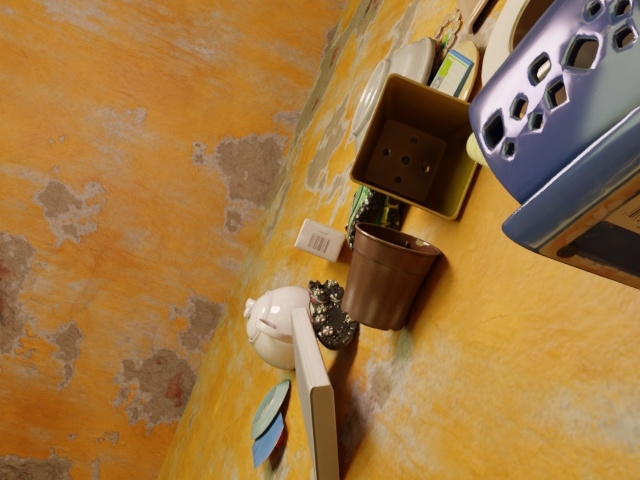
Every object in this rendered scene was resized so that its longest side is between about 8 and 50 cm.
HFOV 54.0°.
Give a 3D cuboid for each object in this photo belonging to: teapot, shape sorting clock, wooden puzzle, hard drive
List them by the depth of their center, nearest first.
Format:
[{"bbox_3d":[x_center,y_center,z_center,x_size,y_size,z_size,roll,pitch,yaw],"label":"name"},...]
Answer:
[{"bbox_3d":[-0.017,0.317,1.318,0.353,0.047,0.233,-117,22,-71],"label":"hard drive"},{"bbox_3d":[0.287,-0.335,1.377,0.206,0.040,0.206,-56,22,37],"label":"shape sorting clock"},{"bbox_3d":[0.389,-0.615,1.437,0.221,0.044,0.238,-86,19,-50],"label":"wooden puzzle"},{"bbox_3d":[-0.122,0.229,1.748,0.256,0.187,0.252,-52,21,44],"label":"teapot"}]

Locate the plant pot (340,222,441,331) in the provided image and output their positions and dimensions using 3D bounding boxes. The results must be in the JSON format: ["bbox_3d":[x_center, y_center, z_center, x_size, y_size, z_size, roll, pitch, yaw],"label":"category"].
[{"bbox_3d":[0.120,0.071,1.176,0.167,0.167,0.165,-124,49,-73],"label":"plant pot"}]

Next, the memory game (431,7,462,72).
[{"bbox_3d":[0.309,-0.508,1.615,0.186,0.012,0.186,-158,90,-76],"label":"memory game"}]

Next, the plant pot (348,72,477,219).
[{"bbox_3d":[0.183,-0.169,1.228,0.187,0.212,0.212,148,143,-89],"label":"plant pot"}]

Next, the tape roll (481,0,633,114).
[{"bbox_3d":[0.345,-0.255,0.791,0.246,0.169,0.246,-60,16,29],"label":"tape roll"}]

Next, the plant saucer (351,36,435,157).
[{"bbox_3d":[0.168,-0.365,1.676,0.400,0.101,0.400,-159,90,-82],"label":"plant saucer"}]

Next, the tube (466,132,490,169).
[{"bbox_3d":[0.305,-0.129,0.983,0.240,0.062,0.070,-121,14,-67],"label":"tube"}]

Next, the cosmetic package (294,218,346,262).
[{"bbox_3d":[0.000,0.000,1.684,0.231,0.117,0.085,-113,45,-88],"label":"cosmetic package"}]

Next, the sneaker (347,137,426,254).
[{"bbox_3d":[0.134,-0.125,1.443,0.146,0.134,0.343,-142,74,-76],"label":"sneaker"}]

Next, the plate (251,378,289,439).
[{"bbox_3d":[-0.146,0.460,1.736,0.188,0.024,0.188,-54,7,9],"label":"plate"}]

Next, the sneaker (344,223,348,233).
[{"bbox_3d":[0.095,-0.040,1.594,0.175,0.067,0.064,-97,29,-66],"label":"sneaker"}]

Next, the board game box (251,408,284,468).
[{"bbox_3d":[-0.126,0.520,1.636,0.133,0.033,0.168,-55,14,3],"label":"board game box"}]

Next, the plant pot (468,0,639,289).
[{"bbox_3d":[0.303,-0.092,0.591,0.236,0.236,0.212,130,152,-48],"label":"plant pot"}]

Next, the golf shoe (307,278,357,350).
[{"bbox_3d":[0.026,0.196,1.487,0.273,0.105,0.120,-103,15,-66],"label":"golf shoe"}]
